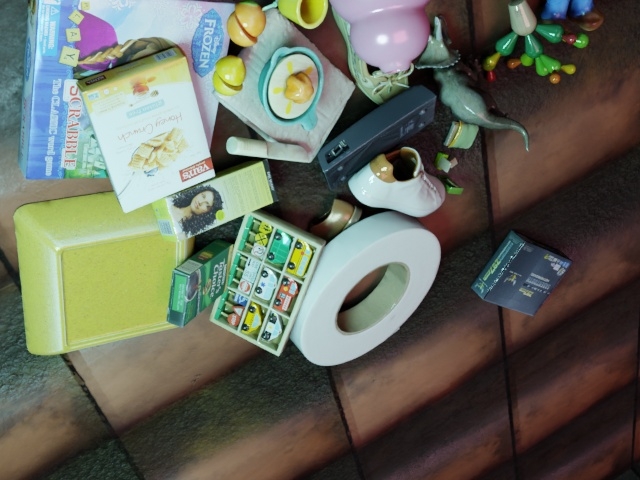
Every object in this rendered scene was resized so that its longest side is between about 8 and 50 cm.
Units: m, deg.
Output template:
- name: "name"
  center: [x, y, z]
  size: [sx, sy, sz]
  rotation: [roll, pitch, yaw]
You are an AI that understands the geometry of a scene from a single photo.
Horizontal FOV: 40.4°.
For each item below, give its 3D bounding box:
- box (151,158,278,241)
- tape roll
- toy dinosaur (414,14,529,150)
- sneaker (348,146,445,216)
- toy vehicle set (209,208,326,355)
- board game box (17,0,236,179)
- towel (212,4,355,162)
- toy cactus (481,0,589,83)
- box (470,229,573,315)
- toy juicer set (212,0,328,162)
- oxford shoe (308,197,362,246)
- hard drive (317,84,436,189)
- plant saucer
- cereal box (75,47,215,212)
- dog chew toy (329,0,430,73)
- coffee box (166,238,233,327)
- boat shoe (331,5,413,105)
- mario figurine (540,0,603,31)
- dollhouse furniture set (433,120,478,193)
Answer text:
- name: "box"
  center: [-0.189, -0.075, 1.582]
  size: [0.232, 0.058, 0.087]
  rotation: [-27, 109, -37]
- name: "tape roll"
  center: [0.096, 0.109, 1.897]
  size: [0.392, 0.072, 0.392]
  rotation: [-29, 145, -23]
- name: "toy dinosaur"
  center: [0.282, -0.281, 1.700]
  size: [0.121, 0.313, 0.160]
  rotation: [-36, 165, 31]
- name: "sneaker"
  center: [0.191, -0.123, 1.777]
  size: [0.290, 0.106, 0.123]
  rotation: [-2, 143, -51]
- name: "toy vehicle set"
  center: [-0.109, 0.083, 1.747]
  size: [0.267, 0.166, 0.035]
  rotation: [-69, 170, 24]
- name: "board game box"
  center: [-0.317, -0.255, 1.420]
  size: [0.318, 0.066, 0.319]
  rotation: [-5, 124, -31]
- name: "towel"
  center: [-0.059, -0.270, 1.552]
  size: [0.282, 0.049, 0.187]
  rotation: [35, 84, -50]
- name: "toy cactus"
  center: [0.412, -0.395, 1.734]
  size: [0.180, 0.219, 0.112]
  rotation: [57, 46, -35]
- name: "box"
  center: [0.517, 0.088, 2.219]
  size: [0.232, 0.059, 0.183]
  rotation: [20, 111, -40]
- name: "toy juicer set"
  center: [-0.077, -0.247, 1.438]
  size: [0.209, 0.089, 0.329]
  rotation: [-23, 127, -37]
- name: "oxford shoe"
  center: [0.000, 0.000, 1.827]
  size: [0.076, 0.076, 0.212]
  rotation: [29, 108, -12]
- name: "hard drive"
  center: [0.107, -0.201, 1.690]
  size: [0.254, 0.054, 0.172]
  rotation: [-34, 169, -1]
- name: "plant saucer"
  center: [-0.377, 0.070, 1.611]
  size: [0.333, 0.081, 0.333]
  rotation: [-11, 126, -26]
- name: "cereal box"
  center: [-0.279, -0.177, 1.422]
  size: [0.173, 0.047, 0.240]
  rotation: [-24, 133, -16]
- name: "dog chew toy"
  center: [0.094, -0.436, 1.396]
  size: [0.206, 0.206, 0.332]
  rotation: [-12, 93, -26]
- name: "coffee box"
  center: [-0.228, 0.078, 1.662]
  size: [0.184, 0.040, 0.113]
  rotation: [-41, 146, -63]
- name: "boat shoe"
  center: [0.105, -0.347, 1.612]
  size: [0.104, 0.089, 0.285]
  rotation: [-39, 135, -4]
- name: "mario figurine"
  center: [0.508, -0.535, 1.676]
  size: [0.198, 0.170, 0.320]
  rotation: [-49, 148, -32]
- name: "dollhouse furniture set"
  center: [0.300, -0.180, 1.883]
  size: [0.076, 0.058, 0.152]
  rotation: [3, 120, -35]
